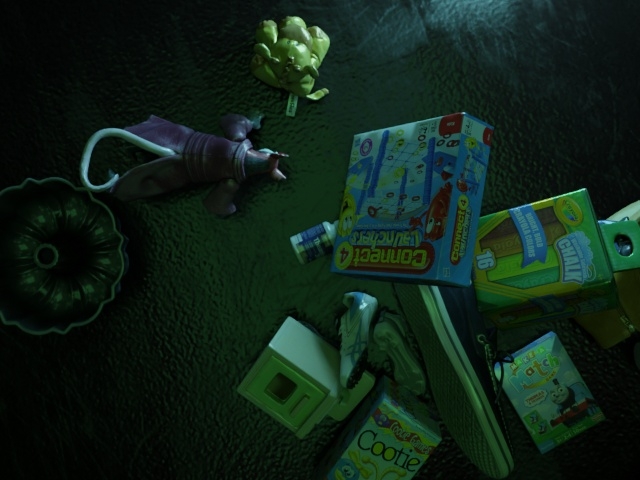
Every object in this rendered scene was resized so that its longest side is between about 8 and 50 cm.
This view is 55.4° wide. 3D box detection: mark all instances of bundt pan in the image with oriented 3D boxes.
[{"bbox_3d":[-0.563,0.033,1.309,0.331,0.124,0.330,0,90,1],"label":"bundt pan"}]

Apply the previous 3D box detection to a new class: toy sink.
[{"bbox_3d":[-0.028,0.303,1.266,0.234,0.131,0.153,36,119,0],"label":"toy sink"}]

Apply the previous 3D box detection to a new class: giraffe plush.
[{"bbox_3d":[-0.066,-0.380,1.269,0.181,0.170,0.210,-7,90,1],"label":"giraffe plush"}]

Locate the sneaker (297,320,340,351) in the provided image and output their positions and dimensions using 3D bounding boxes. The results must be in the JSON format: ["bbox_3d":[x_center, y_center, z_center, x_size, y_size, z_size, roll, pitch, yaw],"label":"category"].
[{"bbox_3d":[-0.004,0.241,1.336,0.152,0.054,0.061,36,107,3],"label":"sneaker"}]

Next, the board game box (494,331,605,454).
[{"bbox_3d":[0.491,0.330,1.323,0.160,0.039,0.211,-31,89,2],"label":"board game box"}]

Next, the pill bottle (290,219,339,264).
[{"bbox_3d":[0.000,0.000,1.321,0.120,0.067,0.067,-25,90,2],"label":"pill bottle"}]

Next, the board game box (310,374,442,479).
[{"bbox_3d":[0.110,0.448,1.264,0.142,0.144,0.275,34,100,1],"label":"board game box"}]

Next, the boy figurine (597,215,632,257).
[{"bbox_3d":[0.479,0.023,1.244,0.285,0.092,0.177,-7,74,28],"label":"boy figurine"}]

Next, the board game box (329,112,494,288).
[{"bbox_3d":[0.166,-0.070,1.185,0.086,0.308,0.301,16,80,-35],"label":"board game box"}]

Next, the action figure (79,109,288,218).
[{"bbox_3d":[-0.246,-0.181,1.239,0.370,0.276,0.248,3,84,15],"label":"action figure"}]

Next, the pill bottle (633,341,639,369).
[{"bbox_3d":[0.750,0.243,1.296,0.137,0.078,0.078,-4,90,1],"label":"pill bottle"}]

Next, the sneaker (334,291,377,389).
[{"bbox_3d":[0.063,0.205,1.263,0.086,0.237,0.085,9,133,7],"label":"sneaker"}]

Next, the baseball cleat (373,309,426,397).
[{"bbox_3d":[0.181,0.238,1.316,0.072,0.109,0.206,-13,121,26],"label":"baseball cleat"}]

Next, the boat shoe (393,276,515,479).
[{"bbox_3d":[0.299,0.230,1.246,0.156,0.187,0.500,-16,80,-18],"label":"boat shoe"}]

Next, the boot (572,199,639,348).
[{"bbox_3d":[0.654,0.073,1.296,0.295,0.104,0.211,-43,95,6],"label":"boot"}]

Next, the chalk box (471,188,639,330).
[{"bbox_3d":[0.430,0.035,1.103,0.289,0.179,0.180,-18,63,23],"label":"chalk box"}]
